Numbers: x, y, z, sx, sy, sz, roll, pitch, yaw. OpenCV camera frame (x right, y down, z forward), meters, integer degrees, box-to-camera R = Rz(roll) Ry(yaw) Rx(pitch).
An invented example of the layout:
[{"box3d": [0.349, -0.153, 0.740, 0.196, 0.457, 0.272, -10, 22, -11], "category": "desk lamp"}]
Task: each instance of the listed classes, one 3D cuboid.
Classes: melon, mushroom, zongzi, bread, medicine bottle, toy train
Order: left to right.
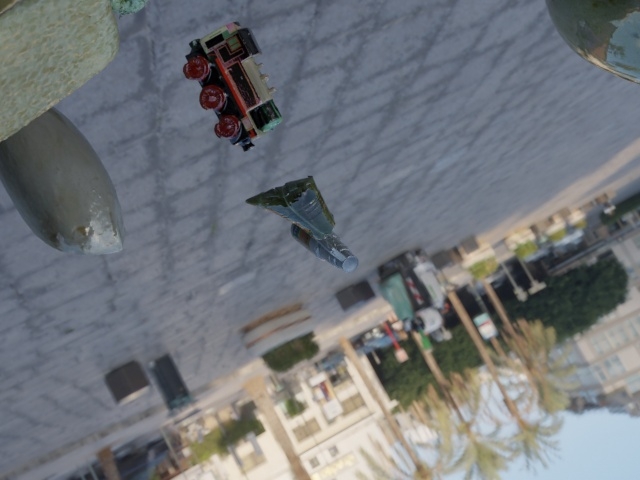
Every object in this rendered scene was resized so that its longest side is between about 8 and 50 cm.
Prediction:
[{"box3d": [-0.292, -0.141, 0.598, 0.275, 0.114, 0.185, -39, 177, -16], "category": "bread"}, {"box3d": [-0.368, -0.114, 1.006, 0.128, 0.350, 0.128, -38, 175, -4], "category": "mushroom"}, {"box3d": [-0.094, -0.173, 0.880, 0.087, 0.138, 0.050, -24, -171, 16], "category": "toy train"}, {"box3d": [-0.043, -0.032, 1.366, 0.130, 0.154, 0.062, -18, -149, 19], "category": "zongzi"}, {"box3d": [0.000, 0.000, 1.563, 0.061, 0.092, 0.221, -51, -146, -2], "category": "medicine bottle"}, {"box3d": [0.481, -0.377, 1.159, 0.268, 0.330, 0.268, -33, 147, -25], "category": "melon"}]

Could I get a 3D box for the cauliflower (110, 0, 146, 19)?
[{"box3d": [-0.359, -0.504, 1.238, 0.272, 0.275, 0.250, -52, 171, 37], "category": "cauliflower"}]
